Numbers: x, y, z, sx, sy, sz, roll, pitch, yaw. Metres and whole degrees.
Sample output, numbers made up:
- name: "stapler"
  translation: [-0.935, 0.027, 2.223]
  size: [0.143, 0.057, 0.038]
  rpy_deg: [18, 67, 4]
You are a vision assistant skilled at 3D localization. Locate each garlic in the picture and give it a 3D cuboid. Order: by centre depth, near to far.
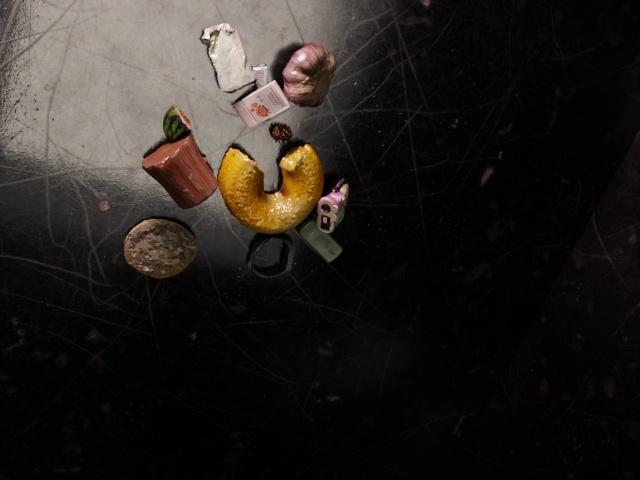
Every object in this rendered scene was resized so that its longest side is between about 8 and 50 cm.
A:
- name: "garlic"
  translation: [-0.052, -0.616, 1.724]
  size: [0.245, 0.161, 0.245]
  rpy_deg: [-46, 159, -23]

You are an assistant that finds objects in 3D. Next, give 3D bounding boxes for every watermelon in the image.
- name: "watermelon"
  translation: [-0.515, -0.434, 1.706]
  size: [0.094, 0.125, 0.135]
  rpy_deg: [-1, 78, -46]

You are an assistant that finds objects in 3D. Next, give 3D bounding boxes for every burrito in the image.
- name: "burrito"
  translation: [-0.331, -0.654, 1.668]
  size: [0.144, 0.089, 0.228]
  rpy_deg: [-31, 120, -20]

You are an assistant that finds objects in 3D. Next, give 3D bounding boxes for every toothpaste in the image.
- name: "toothpaste"
  translation: [-0.219, -0.562, 1.775]
  size: [0.056, 0.036, 0.205]
  rpy_deg: [-8, 112, -7]

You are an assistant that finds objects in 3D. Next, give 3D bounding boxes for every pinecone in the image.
- name: "pinecone"
  translation: [-0.150, -0.422, 1.835]
  size: [0.083, 0.077, 0.077]
  rpy_deg: [-8, 115, -15]

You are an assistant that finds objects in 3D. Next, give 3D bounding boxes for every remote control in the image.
- name: "remote control"
  translation: [0.000, 0.000, 2.091]
  size: [0.098, 0.038, 0.233]
  rpy_deg: [-43, 120, 4]

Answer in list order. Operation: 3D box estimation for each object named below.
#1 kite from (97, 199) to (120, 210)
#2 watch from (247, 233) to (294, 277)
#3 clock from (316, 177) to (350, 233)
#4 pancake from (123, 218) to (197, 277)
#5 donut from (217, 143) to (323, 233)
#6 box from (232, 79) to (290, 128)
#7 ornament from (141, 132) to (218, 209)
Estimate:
- name: "kite"
  translation: [-0.810, -0.134, 1.780]
  size: [0.078, 0.002, 0.044]
  rpy_deg: [-5, 114, -15]
- name: "watch"
  translation: [-0.214, 0.063, 2.032]
  size: [0.193, 0.068, 0.206]
  rpy_deg: [2, 114, -20]
- name: "clock"
  translation: [0.058, -0.151, 1.975]
  size: [0.100, 0.195, 0.193]
  rpy_deg: [20, 136, 14]
- name: "pancake"
  translation: [-0.645, 0.033, 1.883]
  size: [0.283, 0.049, 0.282]
  rpy_deg: [-7, 115, -15]
- name: "donut"
  translation: [-0.178, -0.198, 1.874]
  size: [0.436, 0.163, 0.377]
  rpy_deg: [-13, 117, -14]
- name: "box"
  translation: [-0.223, -0.506, 1.745]
  size: [0.198, 0.029, 0.109]
  rpy_deg: [-20, 122, 26]
- name: "ornament"
  translation: [-0.515, -0.244, 1.729]
  size: [0.221, 0.235, 0.217]
  rpy_deg: [-20, 124, 19]
